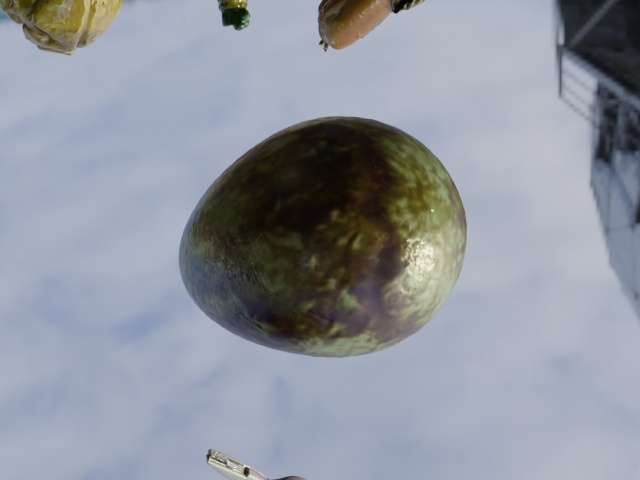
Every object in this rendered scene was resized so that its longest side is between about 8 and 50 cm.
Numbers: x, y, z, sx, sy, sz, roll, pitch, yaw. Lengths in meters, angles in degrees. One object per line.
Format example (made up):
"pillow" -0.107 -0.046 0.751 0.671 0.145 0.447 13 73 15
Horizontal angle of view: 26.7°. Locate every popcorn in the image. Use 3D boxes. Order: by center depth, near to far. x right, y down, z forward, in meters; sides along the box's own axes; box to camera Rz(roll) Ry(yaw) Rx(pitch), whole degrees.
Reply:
"popcorn" -0.265 -0.275 1.367 0.148 0.167 0.152 16 178 -35

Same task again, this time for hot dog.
"hot dog" 0.049 -0.156 0.795 0.133 0.041 0.056 -40 -165 19

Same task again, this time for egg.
"egg" 0.000 0.000 1.335 0.290 0.238 0.238 -11 -146 4

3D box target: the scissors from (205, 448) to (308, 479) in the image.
"scissors" -0.083 0.281 1.591 0.085 0.176 0.022 -27 -128 19

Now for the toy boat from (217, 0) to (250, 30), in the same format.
"toy boat" -0.040 -0.307 1.333 0.089 0.229 0.088 -6 -122 -48
